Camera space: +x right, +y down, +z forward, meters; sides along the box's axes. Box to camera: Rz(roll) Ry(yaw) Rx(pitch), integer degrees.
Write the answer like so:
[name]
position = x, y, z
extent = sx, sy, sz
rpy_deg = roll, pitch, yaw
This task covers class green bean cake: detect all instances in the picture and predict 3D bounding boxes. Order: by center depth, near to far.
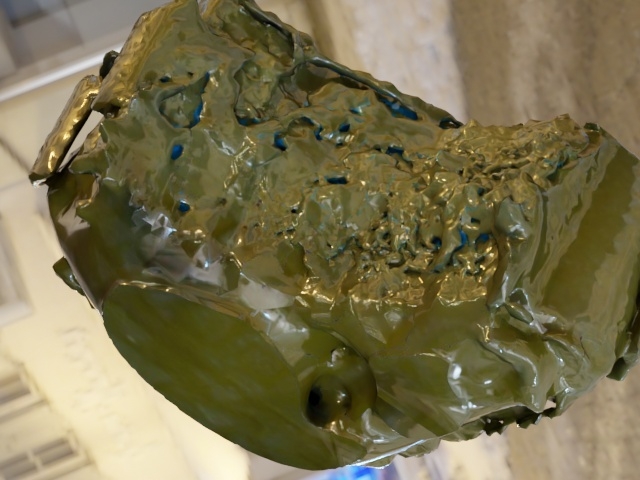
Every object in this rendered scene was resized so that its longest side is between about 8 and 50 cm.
[green bean cake]
position = 0.000, 0.000, 0.746
extent = 0.310, 0.202, 0.285
rpy_deg = 36, 148, -12
